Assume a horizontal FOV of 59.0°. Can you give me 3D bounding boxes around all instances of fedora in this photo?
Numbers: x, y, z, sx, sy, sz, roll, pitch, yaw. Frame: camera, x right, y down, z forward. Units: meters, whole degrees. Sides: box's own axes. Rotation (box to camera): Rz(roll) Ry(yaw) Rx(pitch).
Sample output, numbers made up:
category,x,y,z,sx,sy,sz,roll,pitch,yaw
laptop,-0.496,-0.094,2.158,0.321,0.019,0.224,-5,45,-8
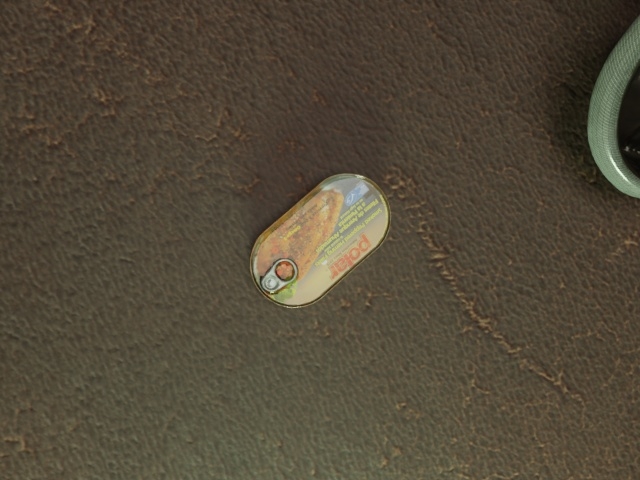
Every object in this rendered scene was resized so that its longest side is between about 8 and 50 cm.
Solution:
category,x,y,z,sx,sy,sz,roll,pitch,yaw
fedora,0.438,-0.187,0.675,0.243,0.124,0.275,12,118,-2

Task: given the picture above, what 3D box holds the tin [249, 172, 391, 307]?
category,x,y,z,sx,sy,sz,roll,pitch,yaw
tin,0.000,0.000,0.684,0.189,0.040,0.106,-40,90,-6
